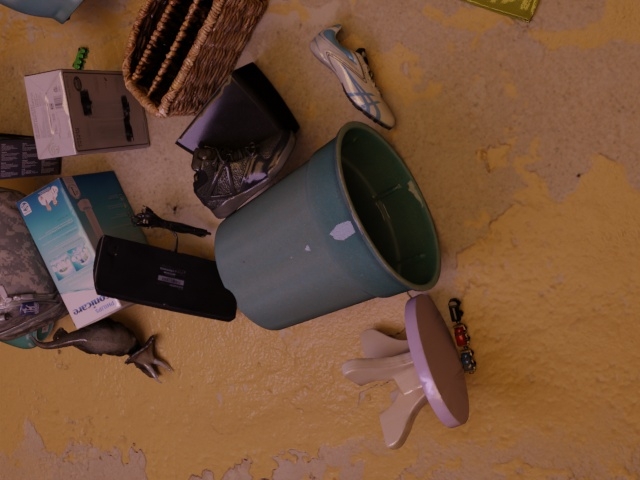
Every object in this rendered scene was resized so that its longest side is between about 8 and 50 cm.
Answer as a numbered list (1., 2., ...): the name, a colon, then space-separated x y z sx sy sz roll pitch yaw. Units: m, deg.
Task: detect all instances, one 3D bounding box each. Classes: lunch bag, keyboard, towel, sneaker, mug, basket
1. lunch bag: -0.671 0.047 1.822 0.212 0.256 0.305 -23 77 -1
2. keyboard: -0.307 0.046 1.805 0.033 0.317 0.201 -15 63 59
3. towel: 0.301 -0.496 1.642 0.237 0.021 0.102 23 105 13
4. sneaker: 0.075 -0.320 1.708 0.086 0.085 0.237 -38 89 11
5. mug: -0.671 0.174 1.979 0.097 0.129 0.157 17 145 11
6. sneaker: -0.156 -0.150 1.644 0.227 0.087 0.130 -37 118 20
7. basket: -0.284 -0.416 1.731 0.213 0.223 0.299 35 107 10

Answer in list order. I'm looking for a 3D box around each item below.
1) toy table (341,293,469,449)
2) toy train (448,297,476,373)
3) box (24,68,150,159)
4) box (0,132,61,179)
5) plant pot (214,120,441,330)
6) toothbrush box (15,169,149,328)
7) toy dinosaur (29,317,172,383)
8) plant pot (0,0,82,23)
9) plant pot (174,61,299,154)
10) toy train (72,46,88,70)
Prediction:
1. toy table: 0.172 0.257 1.694 0.161 0.274 0.252 -29 129 22
2. toy train: 0.283 0.193 1.742 0.027 0.036 0.158 -14 94 19
3. box: -0.467 -0.258 1.777 0.087 0.290 0.169 -6 98 20
4. box: -0.792 -0.182 1.833 0.318 0.395 0.097 9 100 17
5. plant pot: 0.000 0.000 1.665 0.334 0.341 0.341 -27 90 26
6. toothbrush box: -0.479 0.013 1.860 0.126 0.216 0.295 -27 91 19
7. toy dinosaur: -0.475 0.210 1.896 0.160 0.313 0.121 4 72 39
8. plant pot: -0.549 -0.571 1.782 0.293 0.293 0.196 -41 112 18
9. plant pot: -0.150 -0.227 1.748 0.167 0.187 0.188 40 108 -6
10. toy train: -0.535 -0.389 1.922 0.024 0.017 0.083 29 106 22
